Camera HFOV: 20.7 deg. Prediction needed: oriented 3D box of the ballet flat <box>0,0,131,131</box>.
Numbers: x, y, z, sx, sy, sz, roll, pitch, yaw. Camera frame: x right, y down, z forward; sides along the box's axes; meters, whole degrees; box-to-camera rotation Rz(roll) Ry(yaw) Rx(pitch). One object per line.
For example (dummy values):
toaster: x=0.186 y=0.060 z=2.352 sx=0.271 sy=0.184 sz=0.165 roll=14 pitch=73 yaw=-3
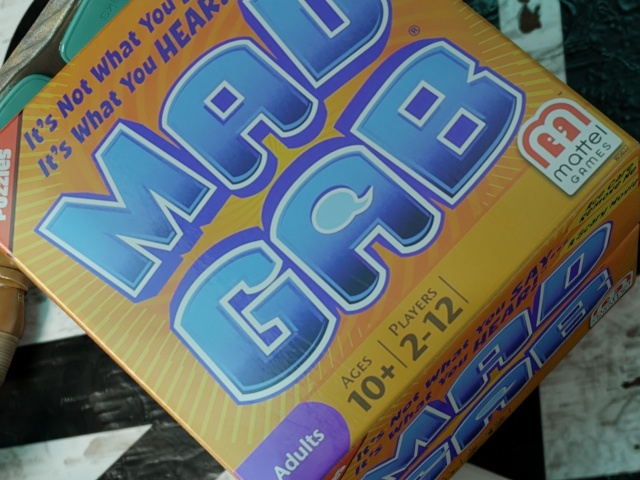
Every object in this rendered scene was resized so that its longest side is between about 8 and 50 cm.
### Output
ballet flat: x=-0.287 y=-0.188 z=1.882 sx=0.316 sy=0.107 sz=0.106 roll=-52 pitch=36 yaw=4

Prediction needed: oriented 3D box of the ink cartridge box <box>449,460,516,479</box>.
ink cartridge box: x=0.079 y=0.312 z=1.513 sx=0.296 sy=0.066 sz=0.261 roll=18 pitch=86 yaw=35

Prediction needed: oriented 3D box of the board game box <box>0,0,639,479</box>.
board game box: x=0.000 y=0.000 z=1.378 sx=0.356 sy=0.356 sz=0.356 roll=42 pitch=84 yaw=18

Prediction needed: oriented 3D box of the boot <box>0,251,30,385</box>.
boot: x=-0.389 y=0.075 z=1.886 sx=0.197 sy=0.073 sz=0.152 roll=3 pitch=72 yaw=33
